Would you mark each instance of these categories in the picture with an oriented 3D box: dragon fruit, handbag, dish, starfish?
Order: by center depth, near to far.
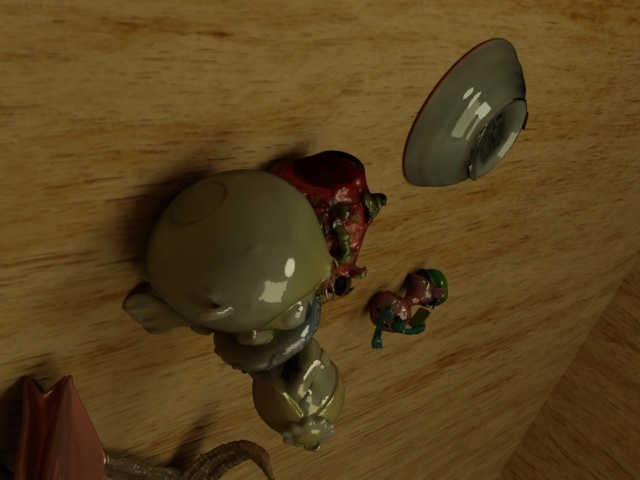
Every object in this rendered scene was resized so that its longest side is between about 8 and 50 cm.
[{"bbox_3d":[-0.304,0.266,1.396,0.212,0.059,0.157,85,4,-55],"label":"handbag"},{"bbox_3d":[-0.002,-0.014,1.513,0.166,0.160,0.172,3,128,-11],"label":"dragon fruit"},{"bbox_3d":[-0.223,0.420,1.770,0.383,0.132,0.398,-2,139,-53],"label":"starfish"},{"bbox_3d":[0.241,-0.171,1.816,0.260,0.085,0.260,-39,152,-25],"label":"dish"}]

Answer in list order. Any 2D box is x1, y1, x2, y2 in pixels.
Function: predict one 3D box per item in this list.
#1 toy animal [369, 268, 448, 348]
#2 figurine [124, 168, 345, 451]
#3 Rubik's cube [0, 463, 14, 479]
[{"bbox_3d":[0.146,0.121,2.032,0.208,0.100,0.103,-35,115,-57],"label":"toy animal"},{"bbox_3d":[-0.087,0.102,1.429,0.227,0.274,0.394,-74,147,-44],"label":"figurine"},{"bbox_3d":[-0.382,0.310,1.396,0.075,0.084,0.073,20,103,-48],"label":"Rubik's cube"}]
